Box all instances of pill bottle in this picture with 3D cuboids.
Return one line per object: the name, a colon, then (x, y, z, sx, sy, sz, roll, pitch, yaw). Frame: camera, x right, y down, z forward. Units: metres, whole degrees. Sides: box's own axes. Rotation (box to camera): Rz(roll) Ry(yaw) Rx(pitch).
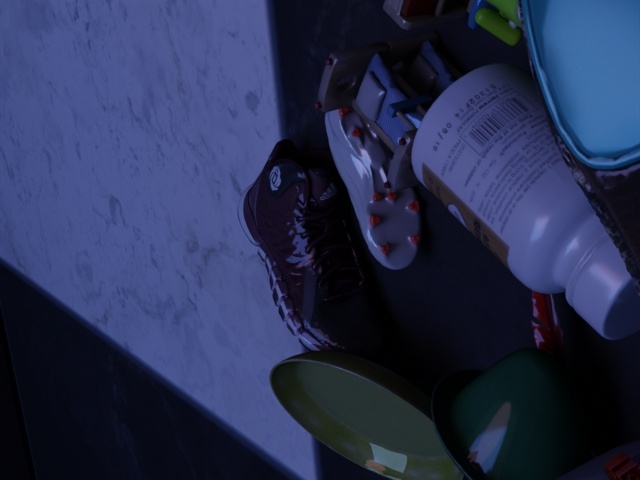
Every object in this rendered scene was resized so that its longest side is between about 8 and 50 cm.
pill bottle: (0.190, -0.032, 0.934, 0.229, 0.131, 0.131, 49, 142, 34)

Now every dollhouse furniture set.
dollhouse furniture set: (0.096, -0.163, 1.017, 0.129, 0.129, 0.184, 51, 144, 31)

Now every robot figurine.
robot figurine: (0.171, -0.210, 0.932, 0.101, 0.067, 0.115, -55, 53, 18)

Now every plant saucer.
plant saucer: (0.056, 0.192, 1.268, 0.241, 0.037, 0.241, 25, 152, 14)

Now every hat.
hat: (0.208, 0.116, 0.990, 0.208, 0.173, 0.183, 38, 122, 9)

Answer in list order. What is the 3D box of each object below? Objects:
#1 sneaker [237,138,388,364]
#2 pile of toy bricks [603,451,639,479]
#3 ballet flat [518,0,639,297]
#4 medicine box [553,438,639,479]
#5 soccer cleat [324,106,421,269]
sneaker: (0.000, 0.000, 1.288, 0.281, 0.106, 0.162, 55, 143, 27)
pile of toy bricks: (0.215, 0.240, 0.800, 0.212, 0.118, 0.105, 57, 178, -5)
ballet flat: (0.260, -0.046, 0.754, 0.164, 0.182, 0.483, -28, 70, 34)
medicine box: (0.333, 0.290, 0.859, 0.263, 0.149, 0.289, -32, 78, 59)
soccer cleat: (0.055, -0.063, 1.209, 0.076, 0.068, 0.196, 152, 100, -74)
